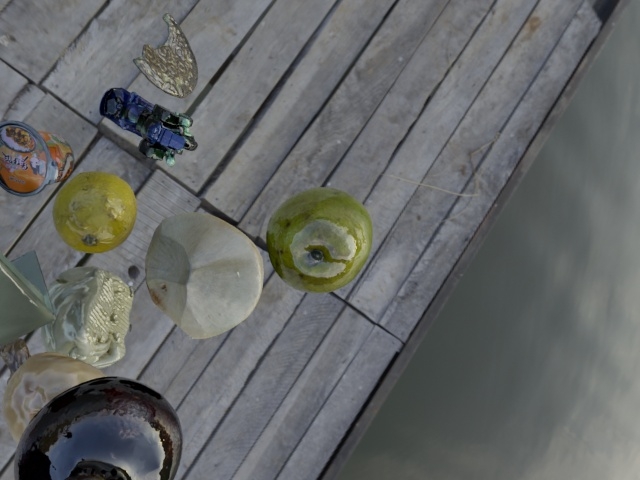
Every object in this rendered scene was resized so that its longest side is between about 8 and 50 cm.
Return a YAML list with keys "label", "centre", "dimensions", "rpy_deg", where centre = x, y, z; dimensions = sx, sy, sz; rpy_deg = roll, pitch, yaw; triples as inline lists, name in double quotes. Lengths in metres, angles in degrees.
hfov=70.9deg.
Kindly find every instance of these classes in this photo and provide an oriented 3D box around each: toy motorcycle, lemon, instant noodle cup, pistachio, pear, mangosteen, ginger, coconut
- label: "toy motorcycle"
  centre: [-0.448, -0.309, 1.165]
  dimensions: [0.196, 0.331, 0.125]
  rpy_deg: [11, 110, -46]
- label: "lemon"
  centre: [-0.735, -0.095, 1.476]
  dimensions: [0.261, 0.261, 0.283]
  rpy_deg: [13, 64, -28]
- label: "instant noodle cup"
  centre: [-0.703, -0.203, 1.115]
  dimensions: [0.208, 0.125, 0.177]
  rpy_deg: [36, 106, 2]
- label: "pistachio"
  centre: [-0.583, 0.387, 1.050]
  dimensions: [0.230, 0.230, 0.308]
  rpy_deg: [-42, 137, -14]
- label: "pear"
  centre: [0.000, 0.000, 1.038]
  dimensions: [0.253, 0.307, 0.252]
  rpy_deg: [0, 105, 0]
- label: "mangosteen"
  centre: [-0.410, 0.405, 0.843]
  dimensions: [0.298, 0.313, 0.296]
  rpy_deg: [3, 80, -15]
- label: "ginger"
  centre: [-0.731, 0.378, 1.202]
  dimensions: [0.122, 0.084, 0.290]
  rpy_deg: [-45, 118, -15]
- label: "coconut"
  centre: [-0.362, 0.099, 1.390]
  dimensions: [0.415, 0.415, 0.344]
  rpy_deg: [36, 88, -27]

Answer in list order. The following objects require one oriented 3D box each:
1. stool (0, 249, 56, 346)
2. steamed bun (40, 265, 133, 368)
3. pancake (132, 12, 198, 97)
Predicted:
- label: "stool"
  centre: [-0.756, 0.067, 1.000]
  dimensions: [0.171, 0.269, 0.243]
  rpy_deg: [-27, 143, -18]
- label: "steamed bun"
  centre: [-0.794, 0.257, 1.487]
  dimensions: [0.238, 0.394, 0.345]
  rpy_deg: [-7, 101, 0]
- label: "pancake"
  centre: [-0.324, -0.387, 0.938]
  dimensions: [0.190, 0.020, 0.184]
  rpy_deg: [-37, 113, -62]
